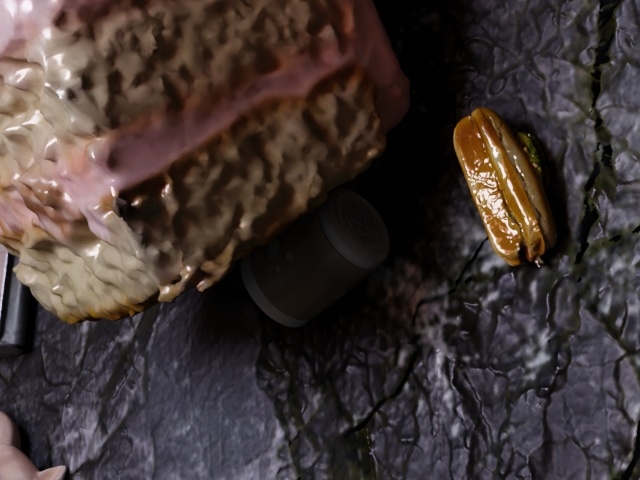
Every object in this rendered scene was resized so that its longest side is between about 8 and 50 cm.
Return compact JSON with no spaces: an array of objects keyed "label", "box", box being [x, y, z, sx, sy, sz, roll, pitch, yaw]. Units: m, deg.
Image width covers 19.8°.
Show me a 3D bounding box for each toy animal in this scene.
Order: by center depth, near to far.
[{"label":"toy animal","box":[-0.292,0.206,1.659,0.150,0.089,0.083,57,139,37]}]

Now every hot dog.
[{"label":"hot dog","box":[0.136,-0.040,1.303,0.056,0.041,0.133,-37,61,34]}]

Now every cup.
[{"label":"cup","box":[0.004,0.007,1.415,0.099,0.102,0.074,-37,92,32]}]

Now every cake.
[{"label":"cake","box":[-0.138,-0.129,1.381,0.314,0.293,0.306,-17,105,58]}]

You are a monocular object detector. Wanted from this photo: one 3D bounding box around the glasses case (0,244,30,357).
[{"label":"glasses case","box":[-0.317,-0.037,1.767,0.114,0.060,0.299,-9,71,39]}]
